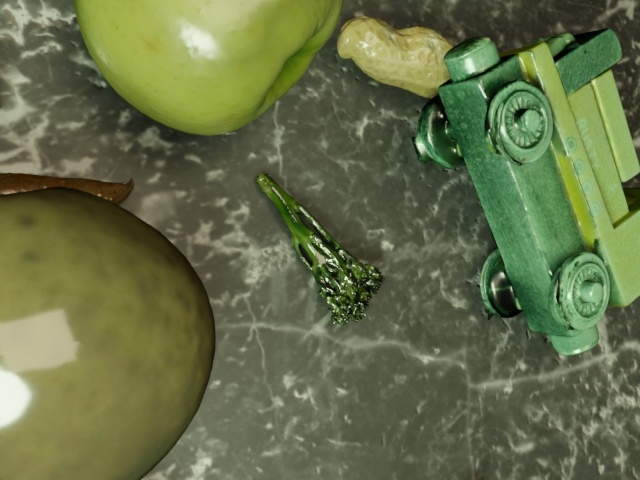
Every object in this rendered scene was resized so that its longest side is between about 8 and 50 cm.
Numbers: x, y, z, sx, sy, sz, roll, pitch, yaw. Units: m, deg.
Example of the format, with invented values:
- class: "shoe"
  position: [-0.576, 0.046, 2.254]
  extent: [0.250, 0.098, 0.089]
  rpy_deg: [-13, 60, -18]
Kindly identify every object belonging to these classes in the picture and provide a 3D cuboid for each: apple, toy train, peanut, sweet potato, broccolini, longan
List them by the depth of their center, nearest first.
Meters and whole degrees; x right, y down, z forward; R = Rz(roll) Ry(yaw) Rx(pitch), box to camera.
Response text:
- class: "longan"
  position: [-0.265, 0.089, 0.739]
  extent: [0.350, 0.288, 0.289]
  rpy_deg: [0, 82, -15]
- class: "sweet potato"
  position: [-0.334, -0.035, 0.849]
  extent: [0.314, 0.066, 0.072]
  rpy_deg: [-15, 107, -25]
- class: "apple"
  position: [-0.116, -0.244, 0.886]
  extent: [0.279, 0.279, 0.279]
  rpy_deg: [4, 80, -22]
- class: "broccolini"
  position: [-0.007, 0.006, 0.995]
  extent: [0.074, 0.058, 0.201]
  rpy_deg: [-33, 79, -37]
- class: "toy train"
  position: [0.278, -0.071, 1.034]
  extent: [0.253, 0.160, 0.397]
  rpy_deg: [-32, 107, -27]
- class: "peanut"
  position: [0.101, -0.224, 1.048]
  extent: [0.174, 0.080, 0.080]
  rpy_deg: [14, 76, -21]
